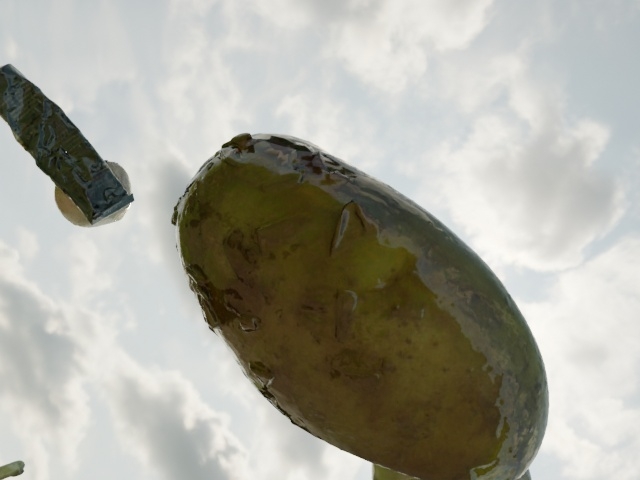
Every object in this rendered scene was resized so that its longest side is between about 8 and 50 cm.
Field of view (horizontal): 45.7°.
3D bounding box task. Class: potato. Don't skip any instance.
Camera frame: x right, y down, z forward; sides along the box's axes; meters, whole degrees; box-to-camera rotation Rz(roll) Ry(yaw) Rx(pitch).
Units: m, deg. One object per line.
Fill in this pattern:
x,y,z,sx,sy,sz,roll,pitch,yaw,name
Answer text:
0.023,0.050,0.510,0.298,0.141,0.176,42,-47,12,potato

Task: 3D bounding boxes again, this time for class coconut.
-0.363,-0.076,1.191,0.124,0.110,0.110,-8,-79,13,coconut

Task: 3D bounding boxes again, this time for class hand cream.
-0.346,-0.131,0.979,0.248,0.075,0.052,49,-25,-2,hand cream

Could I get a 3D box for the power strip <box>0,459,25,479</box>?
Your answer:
-0.301,0.180,0.539,0.042,0.175,0.075,86,-13,-46,power strip

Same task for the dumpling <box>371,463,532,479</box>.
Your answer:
0.128,0.238,0.764,0.258,0.147,0.193,36,-8,25,dumpling
